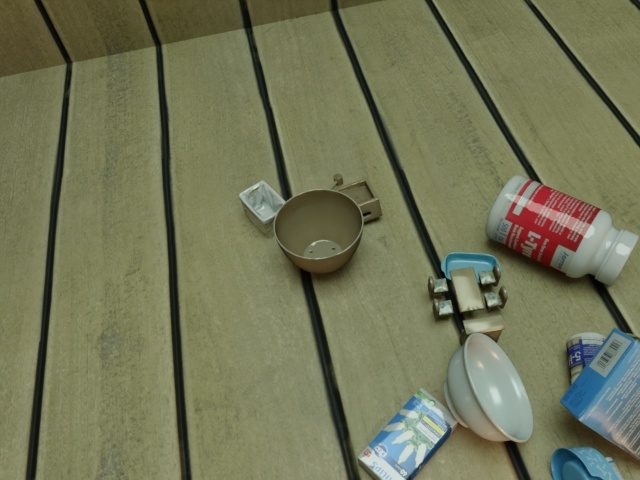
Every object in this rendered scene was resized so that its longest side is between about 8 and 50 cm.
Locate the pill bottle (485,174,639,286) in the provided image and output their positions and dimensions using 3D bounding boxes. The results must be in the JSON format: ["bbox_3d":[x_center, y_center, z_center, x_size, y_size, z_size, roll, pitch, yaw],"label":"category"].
[{"bbox_3d":[0.746,-0.027,1.843,0.407,0.229,0.229,29,61,25],"label":"pill bottle"}]

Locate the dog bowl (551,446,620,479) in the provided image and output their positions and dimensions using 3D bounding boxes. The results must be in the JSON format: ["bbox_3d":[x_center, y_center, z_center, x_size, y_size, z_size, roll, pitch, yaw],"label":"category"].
[{"bbox_3d":[0.668,0.628,1.404,0.074,0.166,0.297,-12,52,-17],"label":"dog bowl"}]

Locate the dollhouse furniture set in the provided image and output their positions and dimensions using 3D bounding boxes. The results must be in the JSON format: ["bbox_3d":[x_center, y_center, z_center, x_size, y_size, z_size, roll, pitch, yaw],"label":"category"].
[{"bbox_3d":[0.444,0.182,1.738,0.212,0.161,0.242,-10,61,2],"label":"dollhouse furniture set"}]

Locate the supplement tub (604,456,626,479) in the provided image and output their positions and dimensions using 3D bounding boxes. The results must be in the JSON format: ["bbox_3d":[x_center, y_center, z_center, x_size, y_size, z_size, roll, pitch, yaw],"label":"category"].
[{"bbox_3d":[0.721,0.602,1.468,0.071,0.071,0.107,-18,54,-7],"label":"supplement tub"}]

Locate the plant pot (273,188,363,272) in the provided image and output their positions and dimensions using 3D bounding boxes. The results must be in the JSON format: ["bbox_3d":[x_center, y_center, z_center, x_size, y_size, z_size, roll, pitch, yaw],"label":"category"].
[{"bbox_3d":[0.000,0.000,1.932,0.284,0.191,0.284,-3,52,4],"label":"plant pot"}]

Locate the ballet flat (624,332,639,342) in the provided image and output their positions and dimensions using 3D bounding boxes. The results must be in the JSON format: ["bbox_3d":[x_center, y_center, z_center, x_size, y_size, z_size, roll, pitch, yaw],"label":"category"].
[{"bbox_3d":[0.932,0.375,1.589,0.123,0.123,0.348,-37,58,-20],"label":"ballet flat"}]

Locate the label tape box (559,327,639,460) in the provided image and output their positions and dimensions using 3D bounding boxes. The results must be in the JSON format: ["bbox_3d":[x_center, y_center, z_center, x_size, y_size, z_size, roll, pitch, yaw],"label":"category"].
[{"bbox_3d":[0.816,0.416,1.491,0.333,0.106,0.241,34,95,-10],"label":"label tape box"}]

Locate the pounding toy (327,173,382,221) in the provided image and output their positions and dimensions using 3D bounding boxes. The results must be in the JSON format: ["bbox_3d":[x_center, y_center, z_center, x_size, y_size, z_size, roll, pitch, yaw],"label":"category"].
[{"bbox_3d":[0.097,-0.146,2.100,0.181,0.094,0.206,-20,44,-2],"label":"pounding toy"}]

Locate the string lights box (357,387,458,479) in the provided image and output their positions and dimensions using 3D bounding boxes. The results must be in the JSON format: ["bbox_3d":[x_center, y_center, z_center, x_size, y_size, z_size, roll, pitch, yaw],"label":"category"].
[{"bbox_3d":[0.234,0.535,1.570,0.133,0.077,0.259,37,65,27],"label":"string lights box"}]

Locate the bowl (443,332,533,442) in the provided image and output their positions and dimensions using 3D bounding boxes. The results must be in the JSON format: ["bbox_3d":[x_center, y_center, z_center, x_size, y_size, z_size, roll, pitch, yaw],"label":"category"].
[{"bbox_3d":[0.422,0.406,1.566,0.134,0.297,0.298,-36,45,31],"label":"bowl"}]

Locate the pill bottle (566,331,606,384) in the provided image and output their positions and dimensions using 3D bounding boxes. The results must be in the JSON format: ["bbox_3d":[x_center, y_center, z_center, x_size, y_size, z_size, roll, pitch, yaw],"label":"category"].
[{"bbox_3d":[0.742,0.358,1.624,0.112,0.112,0.187,3,53,8],"label":"pill bottle"}]

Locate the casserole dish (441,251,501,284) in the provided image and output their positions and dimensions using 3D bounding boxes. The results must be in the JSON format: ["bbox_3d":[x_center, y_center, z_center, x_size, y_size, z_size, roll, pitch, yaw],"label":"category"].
[{"bbox_3d":[0.482,0.095,1.902,0.188,0.037,0.114,3,53,8],"label":"casserole dish"}]

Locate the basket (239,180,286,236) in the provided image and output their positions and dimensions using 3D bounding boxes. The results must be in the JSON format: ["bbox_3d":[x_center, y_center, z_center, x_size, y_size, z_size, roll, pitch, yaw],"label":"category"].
[{"bbox_3d":[-0.195,-0.110,2.093,0.113,0.103,0.167,-33,57,-18],"label":"basket"}]
